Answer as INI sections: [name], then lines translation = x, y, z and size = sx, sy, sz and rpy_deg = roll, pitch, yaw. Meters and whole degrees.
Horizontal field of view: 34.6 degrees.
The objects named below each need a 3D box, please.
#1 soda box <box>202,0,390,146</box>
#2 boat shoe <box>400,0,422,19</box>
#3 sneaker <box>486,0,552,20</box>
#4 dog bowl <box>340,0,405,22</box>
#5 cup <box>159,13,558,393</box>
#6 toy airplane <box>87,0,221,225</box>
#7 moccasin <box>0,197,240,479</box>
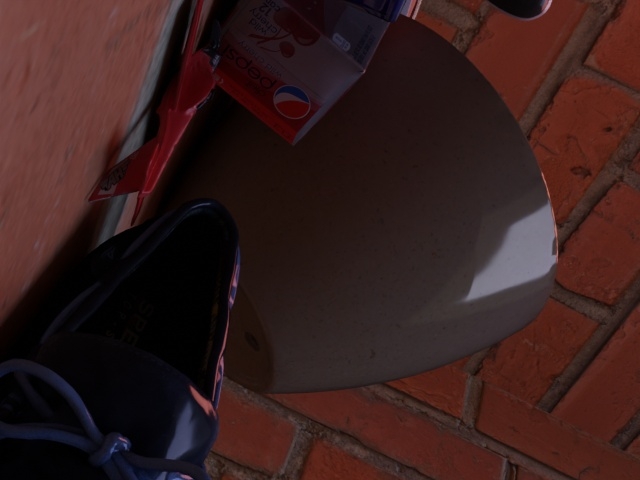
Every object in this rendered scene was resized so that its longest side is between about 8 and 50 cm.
[soda box]
translation = 0.006, -0.184, 0.750
size = 0.083, 0.092, 0.263
rpy_deg = -43, -167, 37
[boat shoe]
translation = 0.009, -0.196, 1.068
size = 0.342, 0.123, 0.123
rpy_deg = -56, -174, 24
[sneaker]
translation = 0.161, -0.327, 1.031
size = 0.104, 0.296, 0.147
rpy_deg = -23, -149, 17
[dog bowl]
translation = 0.052, -0.261, 0.570
size = 0.265, 0.104, 0.265
rpy_deg = -154, -90, -88
[cup]
translation = 0.000, 0.000, 0.888
size = 0.237, 0.331, 0.331
rpy_deg = -33, 166, -27
[toy airplane]
translation = -0.087, -0.071, 0.599
size = 0.151, 0.028, 0.151
rpy_deg = -63, -177, 5
[moccasin]
translation = -0.116, 0.085, 0.503
size = 0.117, 0.137, 0.342
rpy_deg = -46, -157, 31
